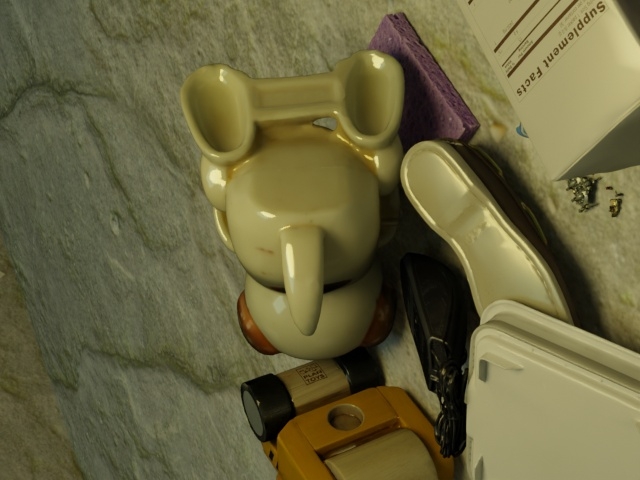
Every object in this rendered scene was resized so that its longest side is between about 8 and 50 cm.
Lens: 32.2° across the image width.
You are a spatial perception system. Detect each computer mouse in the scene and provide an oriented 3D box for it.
[{"bbox_3d":[0.162,0.127,1.435,0.188,0.072,0.272,83,176,-49],"label":"computer mouse"}]

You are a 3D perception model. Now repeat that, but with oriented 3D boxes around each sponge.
[{"bbox_3d":[0.124,-0.190,1.481,0.210,0.031,0.117,60,144,25],"label":"sponge"}]

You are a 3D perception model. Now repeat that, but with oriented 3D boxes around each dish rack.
[{"bbox_3d":[0.290,0.240,1.237,0.333,0.072,0.285,24,129,39],"label":"dish rack"}]

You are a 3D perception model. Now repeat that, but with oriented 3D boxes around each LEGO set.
[{"bbox_3d":[0.302,-0.055,1.256,0.083,0.023,0.054,13,110,55],"label":"LEGO set"}]

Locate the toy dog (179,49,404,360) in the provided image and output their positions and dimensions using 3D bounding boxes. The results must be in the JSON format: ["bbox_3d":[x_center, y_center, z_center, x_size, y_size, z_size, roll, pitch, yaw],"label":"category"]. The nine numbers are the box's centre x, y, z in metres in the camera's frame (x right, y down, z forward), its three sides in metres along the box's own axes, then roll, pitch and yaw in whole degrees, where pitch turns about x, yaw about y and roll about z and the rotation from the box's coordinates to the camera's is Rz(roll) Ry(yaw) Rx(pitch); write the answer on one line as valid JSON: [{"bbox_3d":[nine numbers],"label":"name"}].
[{"bbox_3d":[0.000,0.000,1.500,0.408,0.284,0.395,86,169,-54],"label":"toy dog"}]

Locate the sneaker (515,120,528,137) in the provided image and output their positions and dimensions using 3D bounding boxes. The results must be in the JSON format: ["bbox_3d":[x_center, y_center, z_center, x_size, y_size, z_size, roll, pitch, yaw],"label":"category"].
[{"bbox_3d":[0.235,-0.213,1.260,0.081,0.080,0.211,-11,89,55],"label":"sneaker"}]

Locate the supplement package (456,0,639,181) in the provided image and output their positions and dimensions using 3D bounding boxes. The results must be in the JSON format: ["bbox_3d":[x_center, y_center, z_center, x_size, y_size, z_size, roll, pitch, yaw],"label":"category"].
[{"bbox_3d":[0.274,-0.234,1.103,0.175,0.177,0.293,-50,59,51],"label":"supplement package"}]

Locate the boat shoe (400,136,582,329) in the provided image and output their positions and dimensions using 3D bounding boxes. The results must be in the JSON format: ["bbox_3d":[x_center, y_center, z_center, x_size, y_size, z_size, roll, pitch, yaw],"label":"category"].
[{"bbox_3d":[0.221,0.014,1.328,0.116,0.097,0.324,-44,73,38],"label":"boat shoe"}]

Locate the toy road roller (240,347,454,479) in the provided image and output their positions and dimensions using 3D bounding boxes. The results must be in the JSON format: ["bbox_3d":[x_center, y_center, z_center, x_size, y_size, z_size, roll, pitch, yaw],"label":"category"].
[{"bbox_3d":[0.032,0.329,1.634,0.329,0.202,0.240,47,148,46],"label":"toy road roller"}]
